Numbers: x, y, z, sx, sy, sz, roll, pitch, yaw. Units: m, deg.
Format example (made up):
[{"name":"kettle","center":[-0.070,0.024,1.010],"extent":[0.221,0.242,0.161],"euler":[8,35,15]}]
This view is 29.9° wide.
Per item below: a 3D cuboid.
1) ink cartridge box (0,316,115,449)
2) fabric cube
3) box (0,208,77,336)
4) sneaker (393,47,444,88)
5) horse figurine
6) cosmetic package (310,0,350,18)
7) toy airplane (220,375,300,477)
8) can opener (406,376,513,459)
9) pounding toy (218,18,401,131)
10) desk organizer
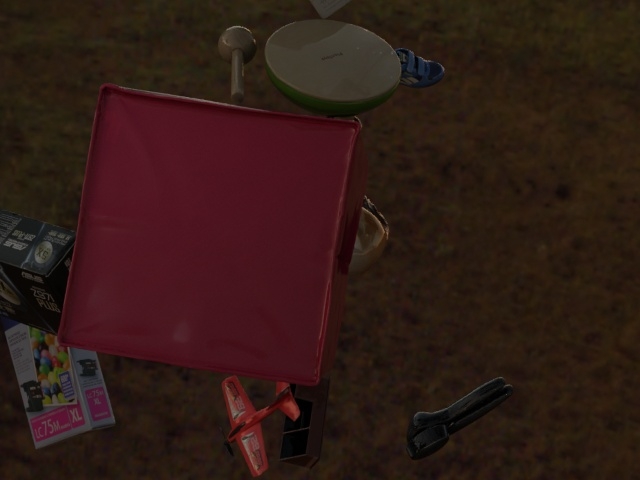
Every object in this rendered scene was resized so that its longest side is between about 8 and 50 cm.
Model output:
[{"name":"ink cartridge box","center":[-0.470,0.195,2.099],"extent":[0.065,0.311,0.186],"euler":[-5,-14,-47]},{"name":"fabric cube","center":[-0.096,-0.002,1.225],"extent":[0.254,0.259,0.258],"euler":[10,-3,5]},{"name":"box","center":[-0.375,0.044,1.565],"extent":[0.180,0.147,0.077],"euler":[16,54,27]},{"name":"sneaker","center":[0.159,-0.314,2.176],"extent":[0.144,0.059,0.053],"euler":[2,61,-12]},{"name":"horse figurine","center":[0.000,0.000,1.390],"extent":[0.263,0.066,0.174],"euler":[-25,65,-44]},{"name":"cosmetic package","center":[-0.018,-0.448,1.730],"extent":[0.117,0.231,0.085],"euler":[-34,27,5]},{"name":"toy airplane","center":[-0.081,0.232,1.597],"extent":[0.028,0.151,0.151],"euler":[14,16,-45]},{"name":"can opener","center":[0.208,0.265,1.803],"extent":[0.186,0.059,0.073],"euler":[-33,49,8]},{"name":"pounding toy","center":[-0.016,-0.201,1.602],"extent":[0.237,0.110,0.183],"euler":[0,44,-12]},{"name":"desk organizer","center":[-0.022,0.256,1.721],"extent":[0.050,0.047,0.130],"euler":[16,56,-12]}]
